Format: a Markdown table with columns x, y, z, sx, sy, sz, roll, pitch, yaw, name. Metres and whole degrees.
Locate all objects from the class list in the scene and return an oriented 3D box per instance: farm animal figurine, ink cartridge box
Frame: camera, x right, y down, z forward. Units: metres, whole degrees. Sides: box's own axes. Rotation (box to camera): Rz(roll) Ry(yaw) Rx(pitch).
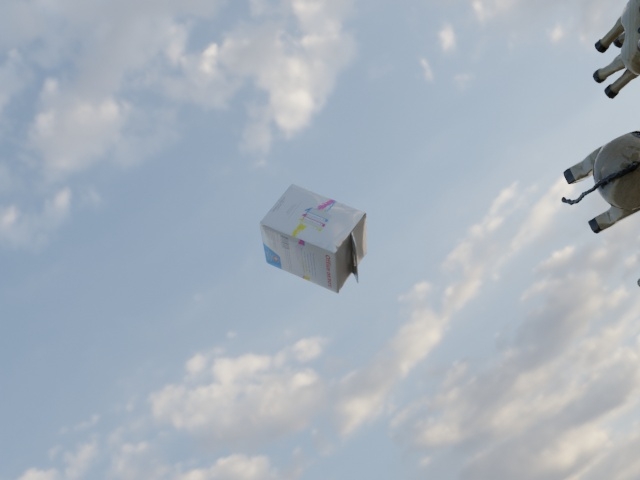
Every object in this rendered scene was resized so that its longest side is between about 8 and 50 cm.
| x | y | z | sx | sy | sz | roll | pitch | yaw | name |
| --- | --- | --- | --- | --- | --- | --- | --- | --- | --- |
| 0.432 | -0.130 | 1.117 | 0.327 | 0.330 | 0.172 | -37 | -4 | -27 | farm animal figurine |
| 0.000 | 0.000 | 1.331 | 0.090 | 0.143 | 0.092 | -53 | -25 | -32 | ink cartridge box |
